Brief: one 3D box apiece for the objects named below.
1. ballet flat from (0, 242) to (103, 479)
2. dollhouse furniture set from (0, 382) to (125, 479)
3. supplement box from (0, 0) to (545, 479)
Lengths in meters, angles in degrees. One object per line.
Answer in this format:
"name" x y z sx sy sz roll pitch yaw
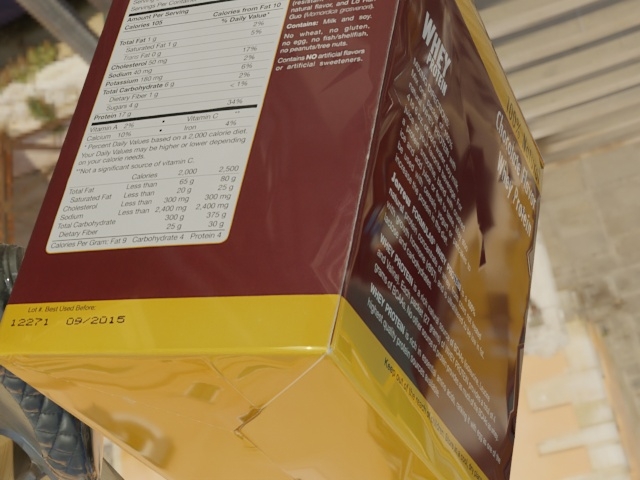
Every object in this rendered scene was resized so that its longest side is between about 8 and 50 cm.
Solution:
"ballet flat" -0.144 0.066 0.566 0.049 0.057 0.173 -12 132 1
"dollhouse furniture set" -0.339 0.235 0.792 0.362 0.394 0.256 -39 96 27
"supplement box" 0.000 0.000 0.472 0.129 0.194 0.191 -3 149 25
